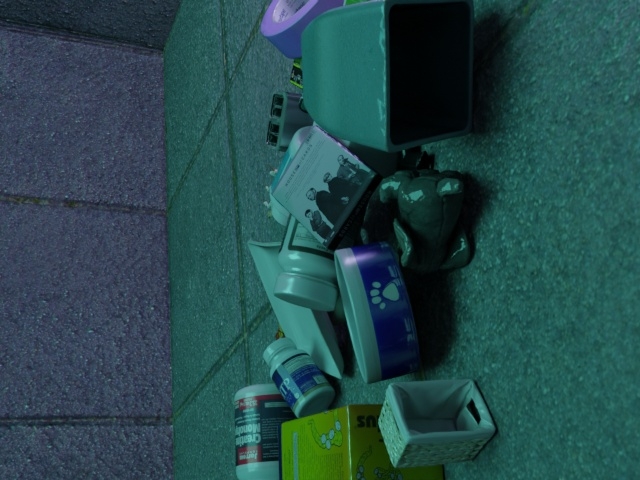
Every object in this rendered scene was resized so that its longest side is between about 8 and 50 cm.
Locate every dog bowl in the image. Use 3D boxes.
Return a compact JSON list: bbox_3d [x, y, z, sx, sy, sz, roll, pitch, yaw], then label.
[{"bbox_3d":[0.106,0.137,1.529,0.265,0.104,0.264,168,90,-87],"label":"dog bowl"}]

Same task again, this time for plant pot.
[{"bbox_3d":[0.102,-0.307,1.432,0.252,0.248,0.246,13,112,43],"label":"plant pot"}]

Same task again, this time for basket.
[{"bbox_3d":[0.191,0.312,1.350,0.113,0.167,0.103,-109,28,-44],"label":"basket"}]

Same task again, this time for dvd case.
[{"bbox_3d":[0.007,-0.111,1.613,0.179,0.030,0.239,-57,43,11],"label":"dvd case"}]

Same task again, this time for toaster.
[{"bbox_3d":[-0.075,-0.321,2.178,0.186,0.110,0.167,-149,66,-65],"label":"toaster"}]

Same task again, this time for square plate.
[{"bbox_3d":[-0.057,0.154,1.951,0.347,0.049,0.344,68,161,-9],"label":"square plate"}]

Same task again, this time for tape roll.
[{"bbox_3d":[-0.022,-0.588,1.979,0.275,0.090,0.274,-33,34,26],"label":"tape roll"}]

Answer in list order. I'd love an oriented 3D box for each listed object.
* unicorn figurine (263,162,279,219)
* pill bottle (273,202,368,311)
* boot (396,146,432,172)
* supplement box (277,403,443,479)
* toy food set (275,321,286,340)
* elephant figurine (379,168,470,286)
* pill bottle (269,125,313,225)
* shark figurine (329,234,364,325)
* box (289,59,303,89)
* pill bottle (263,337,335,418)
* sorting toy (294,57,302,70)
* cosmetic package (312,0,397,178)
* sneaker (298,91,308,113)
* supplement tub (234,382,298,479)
[{"bbox_3d":[-0.135,-0.148,2.361,0.111,0.060,0.161,-10,93,66],"label":"unicorn figurine"},{"bbox_3d":[0.000,0.000,1.710,0.161,0.161,0.283,-18,54,65],"label":"pill bottle"},{"bbox_3d":[0.190,-0.174,1.609,0.099,0.045,0.121,-150,60,-67],"label":"boot"},{"bbox_3d":[0.067,0.441,1.572,0.356,0.194,0.195,144,127,-60],"label":"supplement box"},{"bbox_3d":[-0.108,0.267,2.241,0.082,0.020,0.083,-108,33,-42],"label":"toy food set"},{"bbox_3d":[0.198,-0.006,1.459,0.170,0.186,0.239,4,102,25],"label":"elephant figurine"},{"bbox_3d":[-0.041,-0.152,2.015,0.264,0.146,0.146,120,147,-44],"label":"pill bottle"},{"bbox_3d":[0.051,0.075,1.799,0.166,0.116,0.278,-153,68,-64],"label":"shark figurine"},{"bbox_3d":[-0.021,-0.504,2.178,0.191,0.045,0.184,-137,53,-61],"label":"box"},{"bbox_3d":[-0.057,0.331,1.925,0.186,0.112,0.112,50,134,33],"label":"pill bottle"},{"bbox_3d":[0.056,-0.480,1.905,0.348,0.047,0.196,15,69,56],"label":"sorting toy"},{"bbox_3d":[0.115,-0.334,1.679,0.197,0.155,0.365,48,128,54],"label":"cosmetic package"},{"bbox_3d":[0.018,-0.424,2.043,0.223,0.083,0.098,-45,33,41],"label":"sneaker"},{"bbox_3d":[-0.120,0.508,1.998,0.191,0.191,0.272,138,133,-58],"label":"supplement tub"}]
